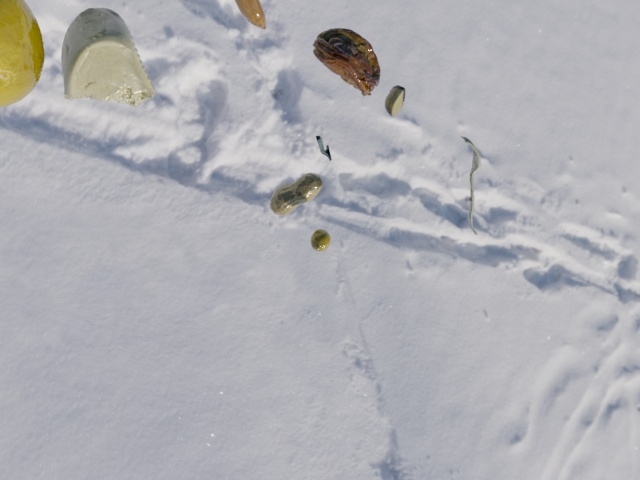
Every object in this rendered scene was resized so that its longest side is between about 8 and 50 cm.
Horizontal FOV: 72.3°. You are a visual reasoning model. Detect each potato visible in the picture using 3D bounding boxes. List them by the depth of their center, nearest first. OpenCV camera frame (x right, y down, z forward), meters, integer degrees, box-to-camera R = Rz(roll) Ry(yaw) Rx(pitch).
[{"bbox_3d":[0.285,-0.552,1.745,0.103,0.066,0.096,-51,154,-26],"label":"potato"}]

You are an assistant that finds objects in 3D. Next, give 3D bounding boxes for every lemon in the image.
[{"bbox_3d":[-0.857,-0.494,1.065,0.347,0.347,0.349,5,80,-33],"label":"lemon"},{"bbox_3d":[0.000,0.000,1.734,0.082,0.082,0.111,50,27,-17],"label":"lemon"}]

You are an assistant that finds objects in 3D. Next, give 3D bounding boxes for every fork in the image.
[{"bbox_3d":[0.292,-0.096,0.830,0.028,0.034,0.220,-17,124,3],"label":"fork"}]

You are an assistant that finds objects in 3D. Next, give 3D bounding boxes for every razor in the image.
[{"bbox_3d":[0.006,-0.349,1.630,0.033,0.190,0.066,-14,81,10],"label":"razor"}]

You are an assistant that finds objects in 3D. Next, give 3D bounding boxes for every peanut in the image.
[{"bbox_3d":[-0.105,-0.200,1.830,0.124,0.256,0.124,48,22,-27],"label":"peanut"}]

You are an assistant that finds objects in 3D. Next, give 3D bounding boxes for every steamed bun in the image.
[{"bbox_3d":[-0.692,-0.547,1.369,0.272,0.290,0.274,-28,138,-16],"label":"steamed bun"}]

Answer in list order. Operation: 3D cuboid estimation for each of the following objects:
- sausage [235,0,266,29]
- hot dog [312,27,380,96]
[{"bbox_3d":[-0.289,-0.956,1.608,0.115,0.134,0.354,-23,114,-9],"label":"sausage"},{"bbox_3d":[0.100,-0.601,1.449,0.258,0.114,0.175,28,59,-31],"label":"hot dog"}]
